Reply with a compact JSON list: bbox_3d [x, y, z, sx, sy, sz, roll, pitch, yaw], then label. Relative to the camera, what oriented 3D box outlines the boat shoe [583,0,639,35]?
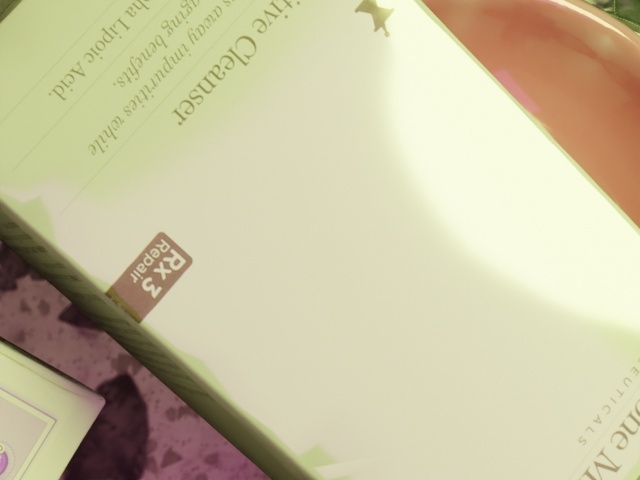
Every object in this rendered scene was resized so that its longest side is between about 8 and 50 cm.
[{"bbox_3d":[0.279,-0.161,1.264,0.233,0.084,0.079,37,70,-23],"label":"boat shoe"}]

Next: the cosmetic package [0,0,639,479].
[{"bbox_3d":[0.000,0.000,0.737,0.385,0.156,0.217,41,78,-13],"label":"cosmetic package"}]

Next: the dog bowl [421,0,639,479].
[{"bbox_3d":[0.128,-0.014,1.013,0.408,0.150,0.408,11,56,-17],"label":"dog bowl"}]

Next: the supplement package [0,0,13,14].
[{"bbox_3d":[-0.218,-0.196,0.828,0.145,0.204,0.261,-27,116,-28],"label":"supplement package"}]

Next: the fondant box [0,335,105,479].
[{"bbox_3d":[-0.282,0.127,0.780,0.096,0.330,0.238,38,78,-36],"label":"fondant box"}]
